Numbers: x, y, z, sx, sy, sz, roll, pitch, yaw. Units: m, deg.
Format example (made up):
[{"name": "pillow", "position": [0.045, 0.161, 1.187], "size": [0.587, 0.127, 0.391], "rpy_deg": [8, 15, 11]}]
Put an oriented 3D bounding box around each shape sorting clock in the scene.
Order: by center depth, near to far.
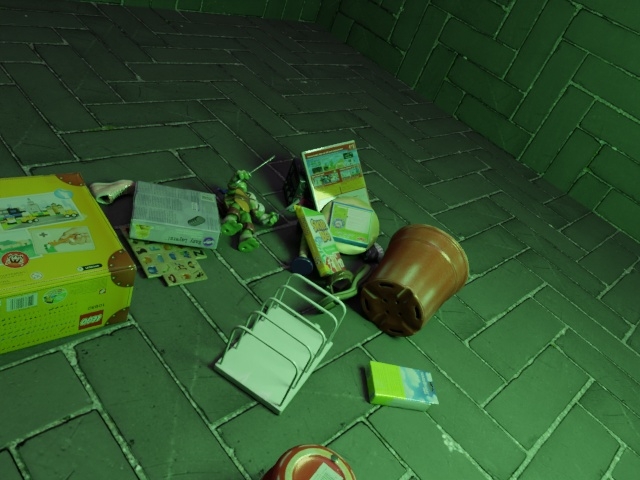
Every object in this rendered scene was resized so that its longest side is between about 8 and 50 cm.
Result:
[{"name": "shape sorting clock", "position": [0.097, -0.051, 1.784], "size": [0.207, 0.040, 0.206], "rpy_deg": [4, 69, -11]}]

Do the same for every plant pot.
[{"name": "plant pot", "position": [-0.032, 0.490, 0.988], "size": [0.191, 0.174, 0.191], "rpy_deg": [15, 34, -10]}, {"name": "plant pot", "position": [0.266, 0.130, 1.579], "size": [0.273, 0.272, 0.265], "rpy_deg": [34, 44, 14]}]

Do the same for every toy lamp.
[{"name": "toy lamp", "position": [-0.049, 0.001, 1.706], "size": [0.080, 0.080, 0.274], "rpy_deg": [19, 37, -7]}]

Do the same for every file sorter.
[{"name": "file sorter", "position": [-0.084, 0.234, 1.293], "size": [0.193, 0.173, 0.278], "rpy_deg": [32, 35, 11]}]

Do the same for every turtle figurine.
[{"name": "turtle figurine", "position": [-0.206, -0.115, 1.644], "size": [0.275, 0.197, 0.266], "rpy_deg": [2, 47, -1]}]

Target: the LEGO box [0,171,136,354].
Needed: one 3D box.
[{"name": "LEGO box", "position": [-0.720, 0.048, 1.146], "size": [0.501, 0.193, 0.372], "rpy_deg": [-12, 48, -40]}]

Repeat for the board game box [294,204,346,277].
[{"name": "board game box", "position": [0.000, 0.000, 1.667], "size": [0.124, 0.039, 0.259], "rpy_deg": [14, 47, -55]}]

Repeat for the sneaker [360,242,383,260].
[{"name": "sneaker", "position": [0.146, 0.010, 1.822], "size": [0.076, 0.064, 0.166], "rpy_deg": [-11, 45, -33]}]

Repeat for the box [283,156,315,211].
[{"name": "box", "position": [0.008, -0.184, 1.924], "size": [0.248, 0.142, 0.163], "rpy_deg": [8, 37, -20]}]

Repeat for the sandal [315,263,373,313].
[{"name": "sandal", "position": [0.058, 0.129, 1.554], "size": [0.086, 0.120, 0.303], "rpy_deg": [54, 29, 0]}]

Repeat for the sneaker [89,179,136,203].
[{"name": "sneaker", "position": [-0.615, -0.141, 1.585], "size": [0.135, 0.050, 0.070], "rpy_deg": [-9, 48, -34]}]

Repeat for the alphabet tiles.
[{"name": "alphabet tiles", "position": [-0.423, 0.034, 1.487], "size": [0.198, 0.009, 0.237], "rpy_deg": [-9, 49, -43]}]

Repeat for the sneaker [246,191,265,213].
[{"name": "sneaker", "position": [-0.236, -0.127, 1.795], "size": [0.044, 0.040, 0.109], "rpy_deg": [-20, 54, -43]}]

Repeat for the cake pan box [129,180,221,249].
[{"name": "cake pan box", "position": [-0.430, -0.082, 1.567], "size": [0.246, 0.070, 0.266], "rpy_deg": [10, 28, -22]}]

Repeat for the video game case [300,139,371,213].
[{"name": "video game case", "position": [0.060, -0.186, 1.824], "size": [0.204, 0.284, 0.025], "rpy_deg": [-17, 5, -21]}]

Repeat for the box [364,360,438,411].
[{"name": "box", "position": [0.210, 0.382, 1.381], "size": [0.179, 0.042, 0.109], "rpy_deg": [14, 37, -15]}]
